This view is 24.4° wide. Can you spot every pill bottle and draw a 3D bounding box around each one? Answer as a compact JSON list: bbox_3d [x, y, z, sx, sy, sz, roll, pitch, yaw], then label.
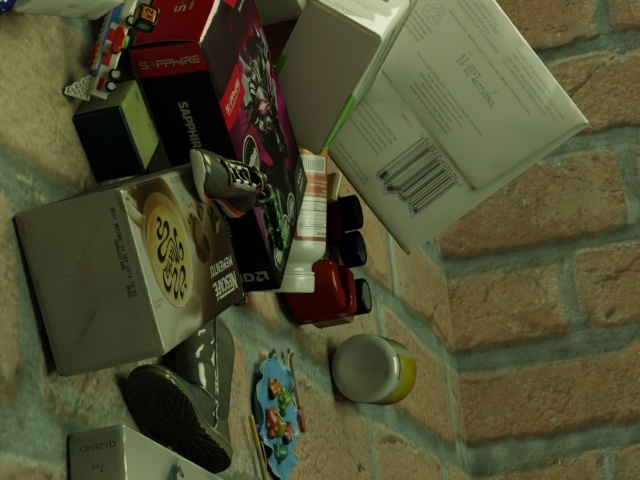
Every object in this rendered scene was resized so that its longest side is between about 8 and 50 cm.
[{"bbox_3d":[0.099,0.225,2.557,0.215,0.117,0.117,26,55,-72],"label":"pill bottle"},{"bbox_3d":[-0.052,-0.036,2.066,0.121,0.121,0.216,7,85,-76],"label":"pill bottle"}]

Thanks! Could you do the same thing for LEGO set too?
[{"bbox_3d":[-0.216,-0.265,1.614,0.182,0.060,0.244,-59,-156,31],"label":"LEGO set"}]

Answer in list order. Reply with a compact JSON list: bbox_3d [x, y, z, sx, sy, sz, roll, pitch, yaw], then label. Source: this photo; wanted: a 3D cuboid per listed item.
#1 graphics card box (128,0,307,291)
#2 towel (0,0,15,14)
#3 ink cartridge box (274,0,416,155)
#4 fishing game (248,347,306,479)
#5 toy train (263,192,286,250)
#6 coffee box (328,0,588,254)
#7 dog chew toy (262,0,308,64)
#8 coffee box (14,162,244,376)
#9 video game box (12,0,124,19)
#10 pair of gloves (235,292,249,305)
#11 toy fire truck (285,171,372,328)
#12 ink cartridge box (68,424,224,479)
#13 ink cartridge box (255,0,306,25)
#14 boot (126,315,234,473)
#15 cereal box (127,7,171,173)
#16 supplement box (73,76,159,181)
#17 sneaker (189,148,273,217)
[{"bbox_3d":[-0.114,-0.145,1.813,0.232,0.094,0.370,-77,158,-51],"label":"graphics card box"},{"bbox_3d":[-0.362,-0.305,1.217,0.227,0.076,0.308,-59,138,-59],"label":"towel"},{"bbox_3d":[0.031,-0.268,2.025,0.198,0.115,0.273,-61,178,31],"label":"ink cartridge box"},{"bbox_3d":[-0.051,0.249,2.108,0.264,0.041,0.189,-49,130,-73],"label":"fishing game"},{"bbox_3d":[-0.055,-0.027,1.785,0.023,0.017,0.083,-82,162,-62],"label":"toy train"},{"bbox_3d":[0.168,-0.210,2.352,0.337,0.338,0.334,53,2,-1],"label":"coffee box"},{"bbox_3d":[-0.082,-0.372,2.123,0.332,0.207,0.206,70,15,-62],"label":"dog chew toy"},{"bbox_3d":[-0.189,0.020,1.549,0.297,0.119,0.168,-33,109,-75],"label":"coffee box"},{"bbox_3d":[-0.286,-0.310,1.459,0.187,0.048,0.205,64,14,0],"label":"video game box"},{"bbox_3d":[-0.116,0.050,2.048,0.074,0.010,0.083,10,72,-78],"label":"pair of gloves"},{"bbox_3d":[0.000,0.000,2.254,0.246,0.159,0.217,41,41,-64],"label":"toy fire truck"},{"bbox_3d":[-0.166,0.350,1.526,0.296,0.066,0.261,49,33,-64],"label":"ink cartridge box"},{"bbox_3d":[-0.137,-0.363,1.904,0.224,0.181,0.056,65,21,-46],"label":"ink cartridge box"},{"bbox_3d":[-0.153,0.143,1.705,0.208,0.076,0.189,-87,154,-47],"label":"boot"},{"bbox_3d":[-0.181,-0.167,1.866,0.173,0.047,0.240,-12,93,-75],"label":"cereal box"},{"bbox_3d":[-0.225,-0.123,1.643,0.083,0.056,0.083,-77,153,-58],"label":"supplement box"},{"bbox_3d":[-0.094,-0.070,1.618,0.158,0.065,0.061,33,45,-71],"label":"sneaker"}]
